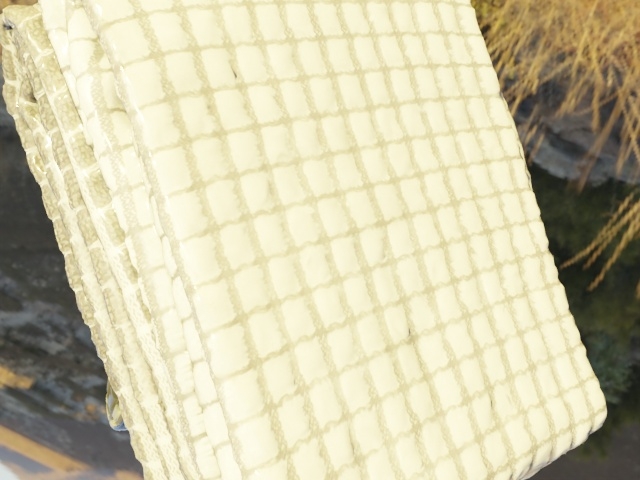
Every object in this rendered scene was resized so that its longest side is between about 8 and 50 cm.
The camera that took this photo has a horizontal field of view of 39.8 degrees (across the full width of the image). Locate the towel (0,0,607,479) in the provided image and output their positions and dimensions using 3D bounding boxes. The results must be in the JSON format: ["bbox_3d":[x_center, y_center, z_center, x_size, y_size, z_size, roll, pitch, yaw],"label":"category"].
[{"bbox_3d":[0.000,0.000,0.428,0.121,0.235,0.283,-22,87,49],"label":"towel"}]

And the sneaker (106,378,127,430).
[{"bbox_3d":[-0.158,0.116,1.007,0.106,0.267,0.101,21,-159,-31],"label":"sneaker"}]
